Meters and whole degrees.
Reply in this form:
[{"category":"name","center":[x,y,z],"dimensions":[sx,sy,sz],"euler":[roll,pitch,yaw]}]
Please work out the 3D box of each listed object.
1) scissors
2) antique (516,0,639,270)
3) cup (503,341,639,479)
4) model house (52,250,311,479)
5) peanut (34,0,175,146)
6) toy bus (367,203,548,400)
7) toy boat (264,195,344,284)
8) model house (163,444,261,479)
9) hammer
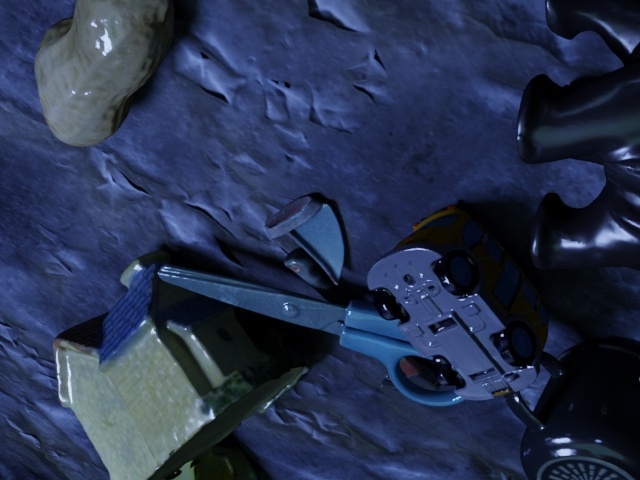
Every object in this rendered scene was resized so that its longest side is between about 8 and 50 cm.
[{"category":"scissors","center":[0.002,0.097,1.147],"dimensions":[0.447,0.029,0.193],"euler":[15,126,4]},{"category":"antique","center":[0.305,-0.103,0.724],"dimensions":[0.255,0.185,0.322],"euler":[10,138,30]},{"category":"cup","center":[0.314,0.207,1.040],"dimensions":[0.223,0.177,0.169],"euler":[40,141,-10]},{"category":"model house","center":[-0.208,0.173,1.286],"dimensions":[0.266,0.261,0.321],"euler":[51,122,10]},{"category":"peanut","center":[-0.239,-0.208,0.964],"dimensions":[0.125,0.111,0.274],"euler":[48,135,0]},{"category":"toy bus","center":[0.164,0.064,0.997],"dimensions":[0.209,0.136,0.126],"euler":[49,137,-11]},{"category":"toy boat","center":[0.000,0.000,1.106],"dimensions":[0.096,0.034,0.122],"euler":[-30,121,31]},{"category":"model house","center":[-0.224,0.413,1.610],"dimensions":[0.194,0.170,0.211],"euler":[-20,150,33]},{"category":"hammer","center":[0.062,0.112,1.189],"dimensions":[0.288,0.033,0.111],"euler":[45,136,-19]}]
